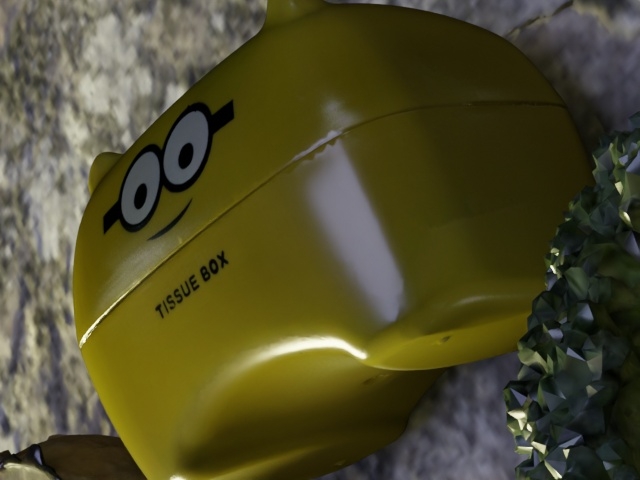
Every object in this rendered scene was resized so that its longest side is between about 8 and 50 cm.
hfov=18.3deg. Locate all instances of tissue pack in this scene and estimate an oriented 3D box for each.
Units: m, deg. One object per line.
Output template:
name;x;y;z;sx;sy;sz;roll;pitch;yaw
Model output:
tissue pack;0.000;0.000;0.658;0.178;0.123;0.127;-37;65;43

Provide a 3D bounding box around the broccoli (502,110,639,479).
broccoli;0.204;0.090;0.415;0.252;0.221;0.361;-48;56;0

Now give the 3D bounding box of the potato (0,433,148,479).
potato;-0.070;0.190;0.767;0.138;0.098;0.243;-12;89;51
